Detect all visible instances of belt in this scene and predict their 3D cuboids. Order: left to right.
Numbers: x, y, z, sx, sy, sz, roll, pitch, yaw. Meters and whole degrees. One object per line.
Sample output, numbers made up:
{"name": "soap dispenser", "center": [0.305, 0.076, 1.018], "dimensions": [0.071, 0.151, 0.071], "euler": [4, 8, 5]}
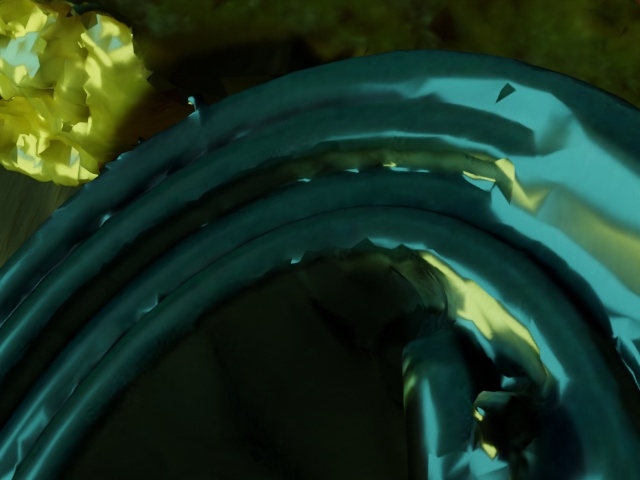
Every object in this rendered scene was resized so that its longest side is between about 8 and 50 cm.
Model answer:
{"name": "belt", "center": [0.014, 0.170, 0.448], "dimensions": [0.300, 0.173, 0.436], "euler": [-13, 50, 23]}

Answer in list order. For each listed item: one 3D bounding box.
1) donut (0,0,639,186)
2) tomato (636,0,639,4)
{"name": "donut", "center": [0.000, 0.000, 0.808], "dimensions": [0.163, 0.378, 0.435], "euler": [105, 165, -63]}
{"name": "tomato", "center": [0.180, -0.142, 0.603], "dimensions": [0.208, 0.184, 0.208], "euler": [-4, 85, 49]}
